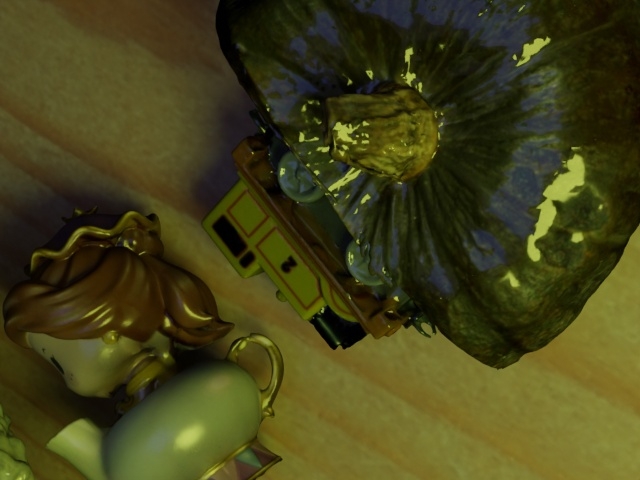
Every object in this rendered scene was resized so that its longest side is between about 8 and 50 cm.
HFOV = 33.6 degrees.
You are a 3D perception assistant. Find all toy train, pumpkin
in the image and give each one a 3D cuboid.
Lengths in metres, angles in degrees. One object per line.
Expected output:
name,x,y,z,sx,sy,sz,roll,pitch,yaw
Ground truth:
toy train,0.000,0.000,0.804,0.127,0.089,0.219,-43,81,27
pumpkin,0.095,-0.102,0.681,0.325,0.242,0.232,49,116,5

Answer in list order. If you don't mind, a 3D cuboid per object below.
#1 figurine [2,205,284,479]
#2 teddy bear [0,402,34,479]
figurine,-0.143,0.094,0.834,0.189,0.142,0.263,-34,81,-14
teddy bear,-0.333,0.119,0.848,0.362,0.375,0.327,24,119,-19
